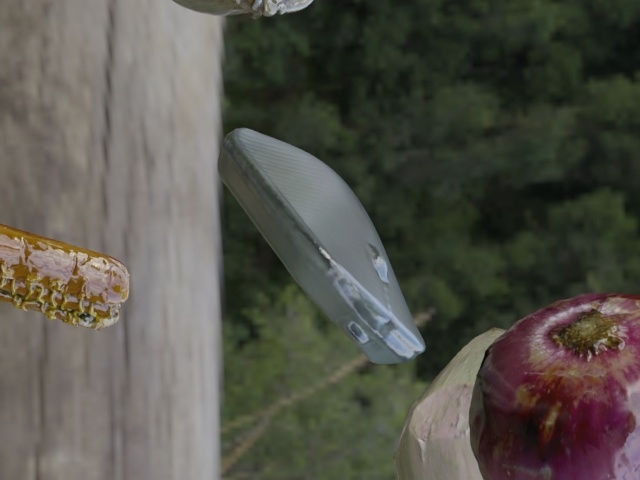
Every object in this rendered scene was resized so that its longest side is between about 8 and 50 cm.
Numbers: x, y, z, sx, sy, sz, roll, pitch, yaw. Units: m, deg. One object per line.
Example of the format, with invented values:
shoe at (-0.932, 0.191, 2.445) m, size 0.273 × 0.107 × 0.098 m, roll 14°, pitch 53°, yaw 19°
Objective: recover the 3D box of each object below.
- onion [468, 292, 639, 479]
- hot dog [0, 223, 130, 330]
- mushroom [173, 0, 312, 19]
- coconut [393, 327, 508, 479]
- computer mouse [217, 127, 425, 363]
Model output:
onion at (0.182, 0.114, 1.184) m, size 0.153 × 0.177 × 0.177 m, roll 65°, pitch 27°, yaw -7°
hot dog at (-0.223, 0.022, 1.365) m, size 0.071 × 0.165 × 0.045 m, roll 122°, pitch -20°, yaw -55°
mushroom at (-0.105, -0.317, 1.867) m, size 0.397 × 0.177 × 0.126 m, roll -105°, pitch 175°, yaw -56°
coconut at (0.164, 0.183, 1.478) m, size 0.224 × 0.224 × 0.234 m, roll 27°, pitch 60°, yaw -63°
computer mouse at (0.005, -0.004, 1.753) m, size 0.197 × 0.095 × 0.331 m, roll 43°, pitch 5°, yaw -35°
